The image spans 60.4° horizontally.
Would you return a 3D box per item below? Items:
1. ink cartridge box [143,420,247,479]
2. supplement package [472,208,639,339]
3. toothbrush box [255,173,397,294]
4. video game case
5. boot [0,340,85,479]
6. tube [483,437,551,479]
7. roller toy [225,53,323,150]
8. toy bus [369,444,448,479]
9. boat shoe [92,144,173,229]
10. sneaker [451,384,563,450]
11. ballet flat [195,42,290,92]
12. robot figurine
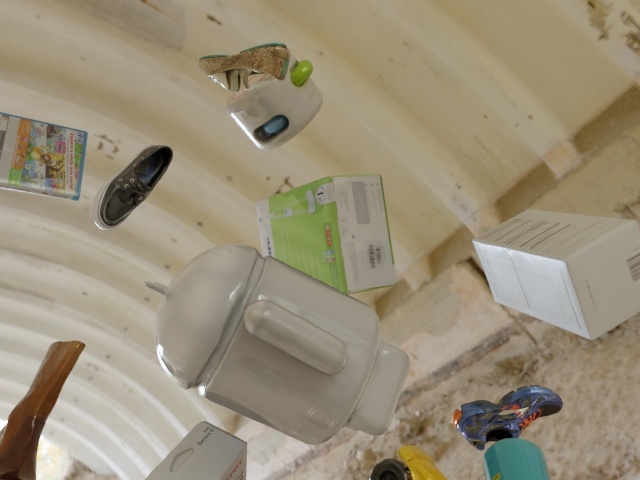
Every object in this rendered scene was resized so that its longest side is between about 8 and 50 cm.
[{"bbox_3d":[-0.187,0.405,0.819,0.154,0.093,0.212,-42,-37,-54],"label":"ink cartridge box"},{"bbox_3d":[0.387,0.042,0.903,0.134,0.139,0.244,-27,15,-11],"label":"supplement package"},{"bbox_3d":[0.000,0.000,1.060,0.122,0.206,0.283,-7,-3,-36],"label":"toothbrush box"},{"bbox_3d":[-0.417,-0.121,0.762,0.166,0.119,0.015,10,-33,-27],"label":"video game case"},{"bbox_3d":[-0.476,0.307,0.942,0.264,0.096,0.280,-18,41,52],"label":"boot"},{"bbox_3d":[0.155,0.236,0.389,0.052,0.080,0.207,0,25,8],"label":"tube"},{"bbox_3d":[-0.097,-0.298,1.209,0.191,0.146,0.209,-46,26,-9],"label":"roller toy"},{"bbox_3d":[0.167,0.511,0.962,0.220,0.211,0.149,-52,-40,-1],"label":"toy bus"},{"bbox_3d":[-0.380,-0.117,1.142,0.076,0.080,0.228,-4,43,39],"label":"boat shoe"},{"bbox_3d":[0.370,0.350,1.064,0.221,0.087,0.083,-15,-50,-7],"label":"sneaker"},{"bbox_3d":[-0.140,-0.293,0.954,0.206,0.067,0.073,3,6,38],"label":"ballet flat"},{"bbox_3d":[-0.062,0.133,0.724,0.200,0.353,0.300,-66,9,-22],"label":"robot figurine"}]
